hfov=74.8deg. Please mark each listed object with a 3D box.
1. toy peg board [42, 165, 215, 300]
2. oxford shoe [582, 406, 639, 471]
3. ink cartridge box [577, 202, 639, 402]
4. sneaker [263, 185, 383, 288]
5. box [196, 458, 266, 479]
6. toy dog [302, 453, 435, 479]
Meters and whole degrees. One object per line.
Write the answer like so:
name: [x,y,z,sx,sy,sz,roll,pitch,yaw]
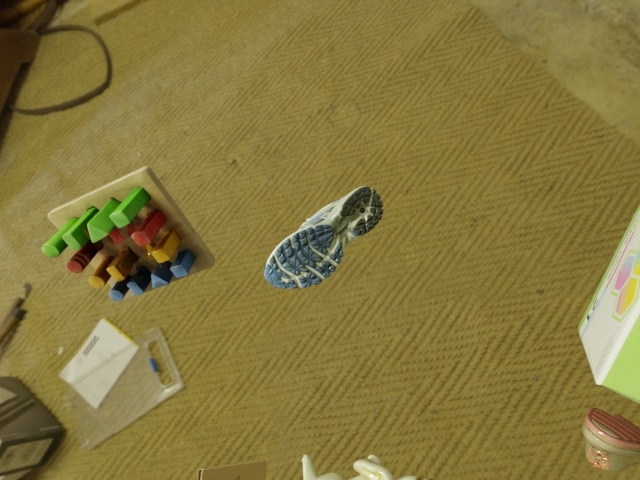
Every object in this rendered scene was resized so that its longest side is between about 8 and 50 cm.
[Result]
toy peg board: [-0.255,0.014,0.546,0.161,0.161,0.079,-20,30,14]
oxford shoe: [0.664,0.472,0.948,0.130,0.348,0.123,-59,39,6]
ink cartridge box: [0.290,0.050,0.306,0.097,0.255,0.189,22,109,22]
sneaker: [0.000,0.000,0.405,0.135,0.058,0.052,-36,103,-21]
box: [-0.218,0.637,1.022,0.021,0.201,0.164,-13,66,39]
toy dog: [0.164,0.765,1.157,0.407,0.395,0.285,-1,86,-10]
